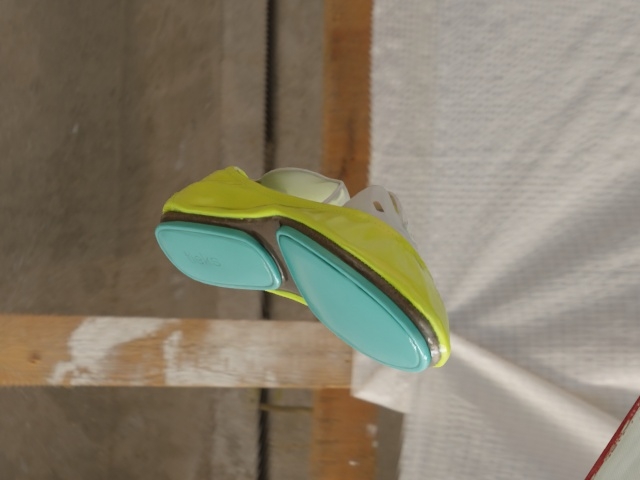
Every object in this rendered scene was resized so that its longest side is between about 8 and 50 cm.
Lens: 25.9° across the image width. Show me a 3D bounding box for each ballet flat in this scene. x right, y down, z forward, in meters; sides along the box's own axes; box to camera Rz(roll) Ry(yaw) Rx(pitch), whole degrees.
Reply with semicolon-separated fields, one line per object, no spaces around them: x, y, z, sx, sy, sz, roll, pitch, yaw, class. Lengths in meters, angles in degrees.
0.000;0.000;0.722;0.077;0.231;0.077;-41;-56;-24;ballet flat

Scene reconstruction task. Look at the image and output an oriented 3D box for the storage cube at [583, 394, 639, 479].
0.266;0.125;0.775;0.183;0.193;0.215;34;-76;15;storage cube
